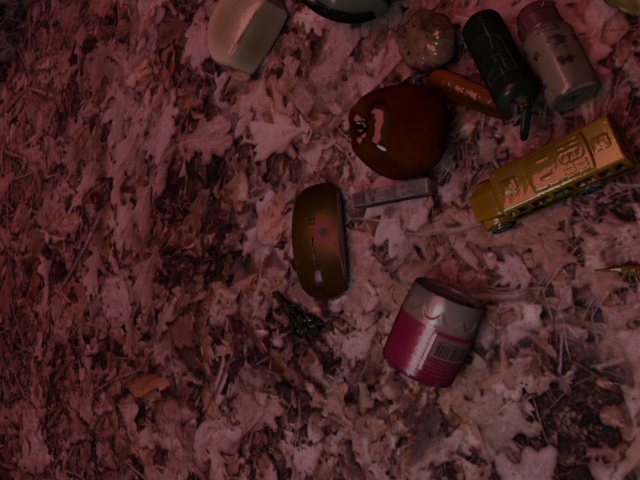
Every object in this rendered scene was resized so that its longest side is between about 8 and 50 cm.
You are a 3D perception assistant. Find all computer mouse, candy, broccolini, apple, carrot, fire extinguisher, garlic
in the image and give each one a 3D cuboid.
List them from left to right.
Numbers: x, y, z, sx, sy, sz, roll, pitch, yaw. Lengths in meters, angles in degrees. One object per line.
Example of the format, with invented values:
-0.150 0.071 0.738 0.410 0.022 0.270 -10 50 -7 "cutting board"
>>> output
-0.076 0.189 1.721 0.201 0.074 0.058 45 129 33 "broccolini"
0.000 0.000 1.676 0.158 0.072 0.310 -10 81 37 "computer mouse"
0.183 -0.250 1.472 0.234 0.234 0.234 -4 84 36 "apple"
0.205 -0.369 1.558 0.175 0.043 0.045 -23 31 53 "candy"
0.258 -0.475 1.507 0.159 0.102 0.147 6 103 48 "garlic"
0.340 -0.339 1.455 0.225 0.067 0.067 34 106 31 "carrot"
0.392 -0.358 1.353 0.114 0.095 0.311 98 163 -52 "fire extinguisher"

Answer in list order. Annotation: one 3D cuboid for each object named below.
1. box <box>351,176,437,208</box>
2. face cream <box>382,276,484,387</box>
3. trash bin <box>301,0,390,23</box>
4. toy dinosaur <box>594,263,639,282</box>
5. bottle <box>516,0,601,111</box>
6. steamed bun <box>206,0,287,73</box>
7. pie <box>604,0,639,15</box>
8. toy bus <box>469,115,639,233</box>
0.180 -0.115 1.560 0.218 0.055 0.039 -9 82 35 "box"
0.251 0.202 1.407 0.175 0.175 0.195 30 103 34 "face cream"
0.091 -0.757 1.549 0.280 0.280 0.432 25 98 35 "trash bin"
0.605 0.065 1.248 0.113 0.026 0.041 -12 72 26 "toy dinosaur"
0.487 -0.394 1.323 0.110 0.110 0.233 -29 70 31 "bottle"
-0.228 -0.626 1.847 0.164 0.146 0.242 45 112 25 "steamed bun"
0.674 -0.587 1.214 0.339 0.083 0.339 -4 82 32 "pie"
0.464 -0.129 1.309 0.335 0.123 0.121 -27 71 32 "toy bus"
